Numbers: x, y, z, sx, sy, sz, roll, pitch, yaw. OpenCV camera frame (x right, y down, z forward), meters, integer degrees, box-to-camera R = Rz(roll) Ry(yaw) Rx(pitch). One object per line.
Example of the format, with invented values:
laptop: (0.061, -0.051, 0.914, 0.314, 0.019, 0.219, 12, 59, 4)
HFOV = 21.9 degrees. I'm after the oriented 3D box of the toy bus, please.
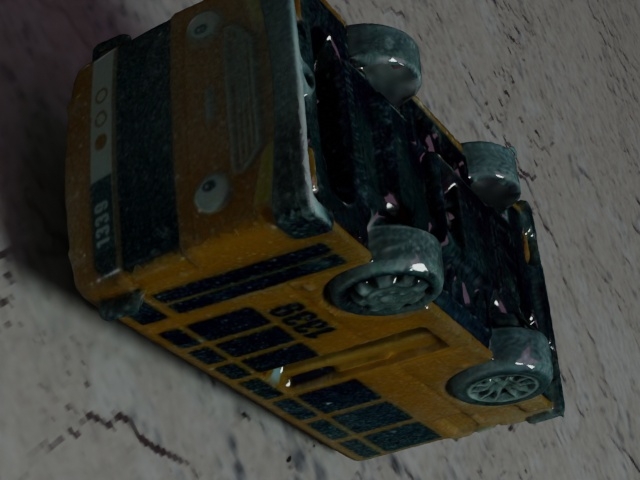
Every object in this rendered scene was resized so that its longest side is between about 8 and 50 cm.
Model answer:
toy bus: (0.000, 0.000, 0.516, 0.182, 0.103, 0.091, 39, 40, -53)
